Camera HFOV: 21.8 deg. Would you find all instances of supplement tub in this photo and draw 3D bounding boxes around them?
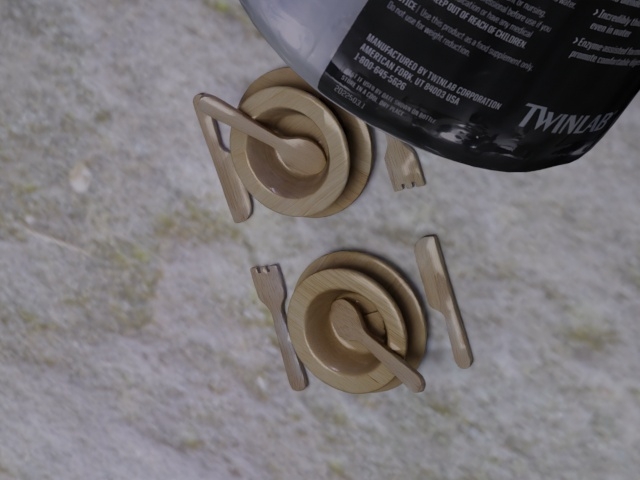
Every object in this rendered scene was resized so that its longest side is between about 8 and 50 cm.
[{"bbox_3d":[0.114,-0.210,0.675,0.207,0.207,0.338,40,122,11],"label":"supplement tub"}]

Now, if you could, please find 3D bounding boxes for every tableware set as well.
[{"bbox_3d":[0.000,0.000,0.922,0.128,0.039,0.194,-11,102,32],"label":"tableware set"}]
